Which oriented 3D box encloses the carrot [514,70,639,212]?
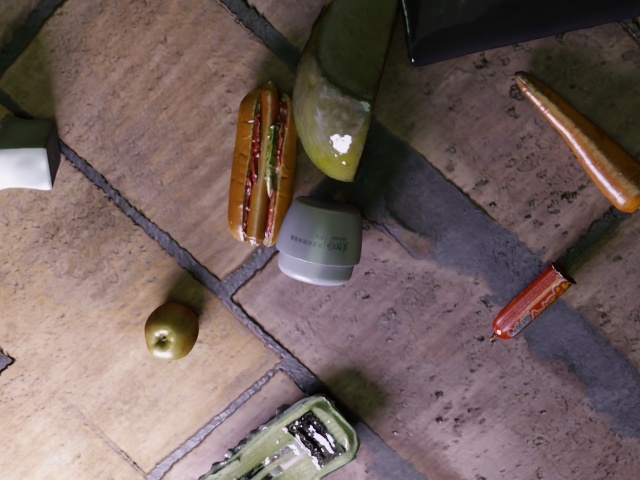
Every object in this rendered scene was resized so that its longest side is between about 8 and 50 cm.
[{"bbox_3d":[0.343,-0.127,1.134,0.256,0.061,0.061,45,109,2],"label":"carrot"}]

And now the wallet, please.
[{"bbox_3d":[0.269,-0.336,1.029,0.378,0.051,0.197,-13,110,-4],"label":"wallet"}]

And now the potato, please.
[{"bbox_3d":[0.022,-0.193,1.040,0.112,0.255,0.269,12,111,2],"label":"potato"}]

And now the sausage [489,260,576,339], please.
[{"bbox_3d":[0.287,0.092,1.219,0.048,0.050,0.145,42,111,-3],"label":"sausage"}]

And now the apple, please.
[{"bbox_3d":[-0.220,0.135,1.288,0.084,0.071,0.083,2,108,6],"label":"apple"}]

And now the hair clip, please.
[{"bbox_3d":[-0.087,0.357,1.346,0.321,0.091,0.138,-39,93,7],"label":"hair clip"}]

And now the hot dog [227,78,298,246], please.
[{"bbox_3d":[-0.079,-0.103,1.188,0.092,0.062,0.235,9,110,10],"label":"hot dog"}]

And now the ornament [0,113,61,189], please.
[{"bbox_3d":[-0.499,-0.129,1.201,0.285,0.130,0.120,19,124,0],"label":"ornament"}]

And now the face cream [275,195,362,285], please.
[{"bbox_3d":[0.000,0.000,1.187,0.117,0.117,0.104,13,102,3],"label":"face cream"}]
